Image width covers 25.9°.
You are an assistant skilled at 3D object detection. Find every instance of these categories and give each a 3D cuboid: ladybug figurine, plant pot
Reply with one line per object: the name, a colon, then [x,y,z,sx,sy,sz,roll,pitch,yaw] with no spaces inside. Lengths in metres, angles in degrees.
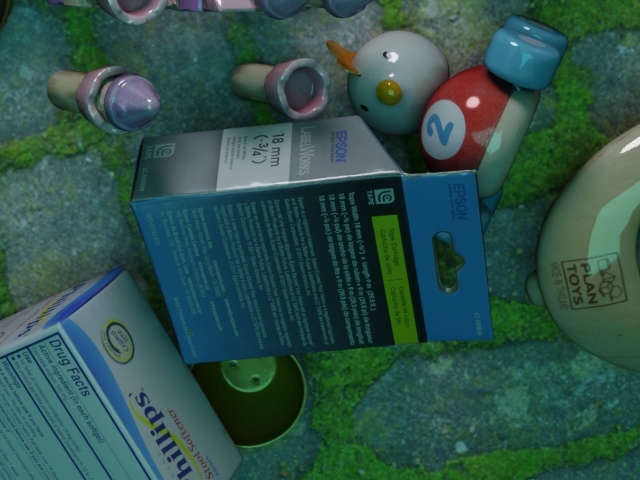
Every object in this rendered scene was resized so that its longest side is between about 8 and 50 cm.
ladybug figurine: [0.435,-0.016,1.508,0.449,0.162,0.305,-14,104,2]
plant pot: [-0.082,0.156,1.576,0.134,0.095,0.134,0,103,-1]

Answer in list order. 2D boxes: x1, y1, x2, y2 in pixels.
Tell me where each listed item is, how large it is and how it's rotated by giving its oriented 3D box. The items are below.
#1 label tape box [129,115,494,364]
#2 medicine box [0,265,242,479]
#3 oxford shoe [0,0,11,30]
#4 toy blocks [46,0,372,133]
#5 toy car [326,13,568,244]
label tape box: [0.000,0.000,1.424,0.334,0.106,0.240,-5,133,7]
medicine box: [-0.281,0.210,1.510,0.289,0.149,0.263,-23,104,28]
oxford shoe: [-0.393,-0.225,1.478,0.097,0.098,0.271,15,102,-4]
toy blocks: [-0.098,-0.260,1.343,0.289,0.260,0.309,-8,104,-34]
toy car: [0.106,-0.149,1.464,0.238,0.210,0.219,23,111,6]
